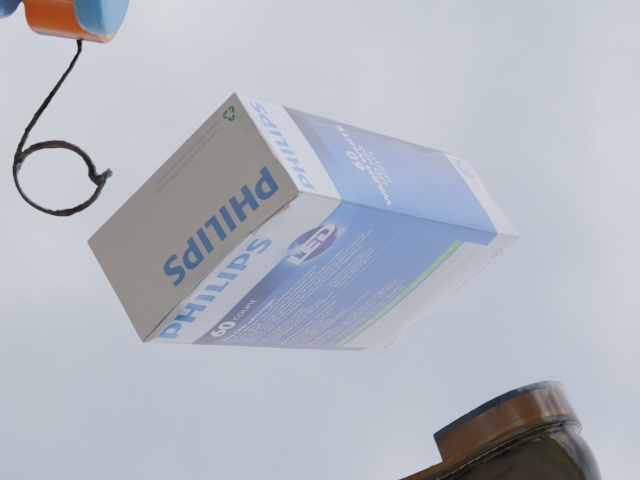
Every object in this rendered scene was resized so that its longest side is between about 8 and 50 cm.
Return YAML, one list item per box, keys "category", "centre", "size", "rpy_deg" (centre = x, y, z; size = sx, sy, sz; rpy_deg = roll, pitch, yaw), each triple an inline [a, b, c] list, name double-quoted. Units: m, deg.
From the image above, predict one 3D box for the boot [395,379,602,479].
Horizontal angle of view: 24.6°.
- category: "boot"
  centre: [0.058, 0.172, 0.744]
  size: [0.219, 0.082, 0.106]
  rpy_deg: [-42, -123, 29]

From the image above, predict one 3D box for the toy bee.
- category: "toy bee"
  centre: [-0.176, -0.194, 0.981]
  size: [0.195, 0.162, 0.298]
  rpy_deg: [25, -51, -6]

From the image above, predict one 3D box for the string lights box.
- category: "string lights box"
  centre: [0.000, 0.000, 0.894]
  size: [0.133, 0.259, 0.077]
  rpy_deg: [-42, -116, 22]
